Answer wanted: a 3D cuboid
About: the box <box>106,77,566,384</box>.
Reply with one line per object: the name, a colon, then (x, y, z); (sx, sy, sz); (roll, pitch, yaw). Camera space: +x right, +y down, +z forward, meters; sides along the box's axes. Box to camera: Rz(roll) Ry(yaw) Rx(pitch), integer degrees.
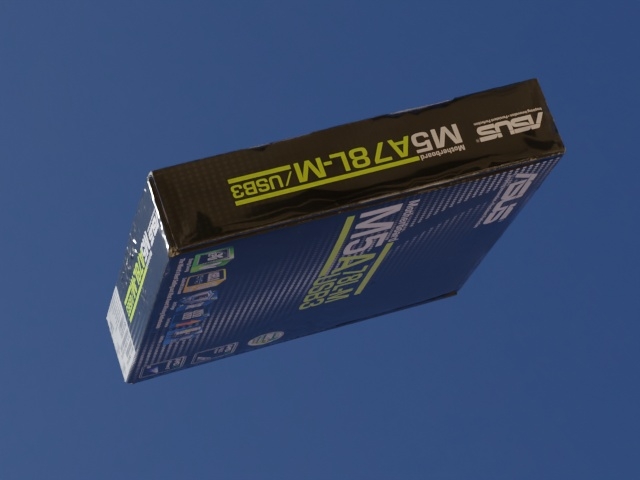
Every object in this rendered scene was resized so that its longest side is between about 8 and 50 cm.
box: (0.000, 0.000, 0.918); (0.184, 0.191, 0.045); (-12, -108, -17)
